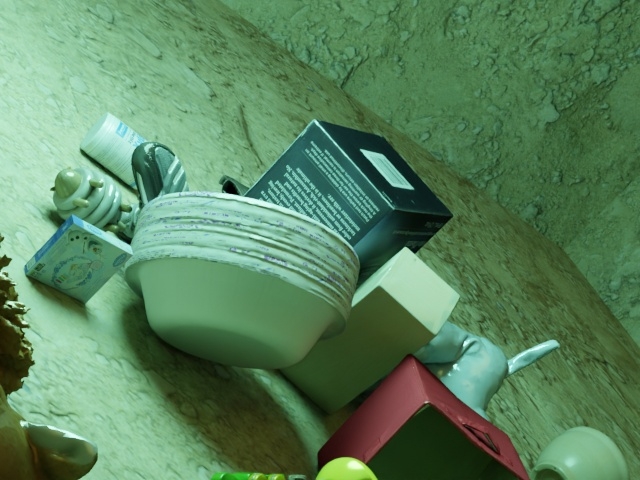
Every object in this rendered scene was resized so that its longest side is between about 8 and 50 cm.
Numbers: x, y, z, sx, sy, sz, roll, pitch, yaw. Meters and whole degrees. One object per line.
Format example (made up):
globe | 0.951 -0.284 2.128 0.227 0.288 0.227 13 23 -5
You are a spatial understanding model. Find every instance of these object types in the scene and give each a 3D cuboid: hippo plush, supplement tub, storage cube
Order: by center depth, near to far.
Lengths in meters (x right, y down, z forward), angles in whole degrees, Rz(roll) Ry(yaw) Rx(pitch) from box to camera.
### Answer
storage cube | 0.122 0.288 1.736 0.184 0.215 0.193 40 9 -10
hippo plush | 0.172 0.259 2.051 0.294 0.234 0.236 17 57 -28
supplement tub | -0.292 -0.131 2.067 0.107 0.071 0.071 38 16 -21

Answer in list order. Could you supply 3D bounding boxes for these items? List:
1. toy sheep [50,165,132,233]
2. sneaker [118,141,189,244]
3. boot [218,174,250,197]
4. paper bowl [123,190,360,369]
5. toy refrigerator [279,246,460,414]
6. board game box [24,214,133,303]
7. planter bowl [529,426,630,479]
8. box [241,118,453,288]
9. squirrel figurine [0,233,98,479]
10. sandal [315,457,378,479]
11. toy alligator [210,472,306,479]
toy sheep | -0.295 -0.047 1.806 0.132 0.091 0.091 50 8 -39
sneaker | -0.235 -0.044 1.857 0.132 0.086 0.228 8 -38 27
boot | -0.050 0.007 2.326 0.229 0.091 0.263 18 28 -45
paper bowl | -0.102 0.063 1.722 0.284 0.284 0.148 31 62 -40
toy refrigerator | 0.064 0.124 1.886 0.102 0.269 0.094 42 47 -4
board game box | -0.282 0.023 1.631 0.090 0.090 0.020 32 22 -37
planter bowl | 0.415 0.400 2.319 0.109 0.162 0.162 -13 53 -40
box | 0.000 0.000 2.026 0.182 0.294 0.296 50 16 15
squirrel figurine | -0.325 0.066 1.081 0.370 0.281 0.397 49 17 -2
sandal | 0.050 0.391 1.479 0.138 0.126 0.317 -19 64 -38
toy alligator | -0.066 0.285 1.560 0.190 0.056 0.051 19 71 -60
